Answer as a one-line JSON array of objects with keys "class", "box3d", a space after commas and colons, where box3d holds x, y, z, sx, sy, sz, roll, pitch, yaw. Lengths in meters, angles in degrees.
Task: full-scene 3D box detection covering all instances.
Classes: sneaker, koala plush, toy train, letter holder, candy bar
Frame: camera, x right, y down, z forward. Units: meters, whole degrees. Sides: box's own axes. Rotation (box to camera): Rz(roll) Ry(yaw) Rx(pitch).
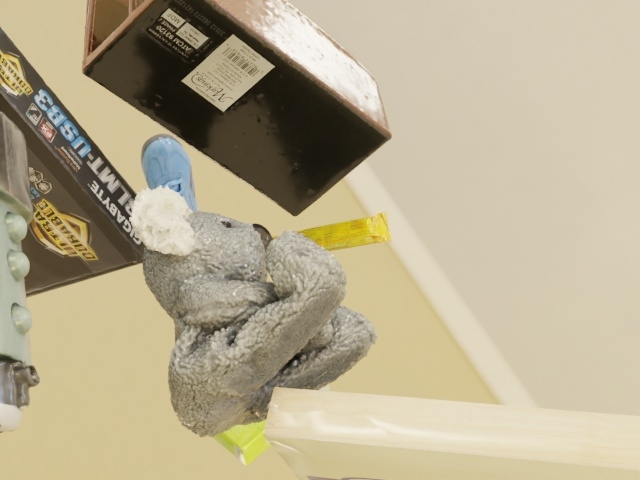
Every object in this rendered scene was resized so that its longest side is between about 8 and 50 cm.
[{"class": "sneaker", "box3d": [-0.200, -0.052, 1.858, 0.069, 0.082, 0.209, -16, 132, -13]}, {"class": "koala plush", "box3d": [-0.097, 0.052, 1.281, 0.203, 0.221, 0.196, -37, 151, -7]}, {"class": "toy train", "box3d": [-0.348, 0.031, 1.183, 0.190, 0.334, 0.142, -13, 156, 9]}, {"class": "letter holder", "box3d": [-0.090, -0.208, 1.447, 0.302, 0.214, 0.152, 34, 120, -32]}, {"class": "candy bar", "box3d": [0.000, 0.000, 1.516, 0.161, 0.040, 0.018, -12, 149, 10]}]

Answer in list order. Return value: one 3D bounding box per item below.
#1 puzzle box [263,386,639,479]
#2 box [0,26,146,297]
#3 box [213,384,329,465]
[{"class": "puzzle box", "box3d": [0.176, 0.225, 1.243, 0.409, 0.052, 0.272, 3, 152, 19]}, {"class": "box", "box3d": [-0.372, -0.061, 1.423, 0.293, 0.073, 0.295, -17, 127, 28]}, {"class": "box", "box3d": [-0.073, 0.210, 1.801, 0.178, 0.109, 0.042, -37, 144, -27]}]
